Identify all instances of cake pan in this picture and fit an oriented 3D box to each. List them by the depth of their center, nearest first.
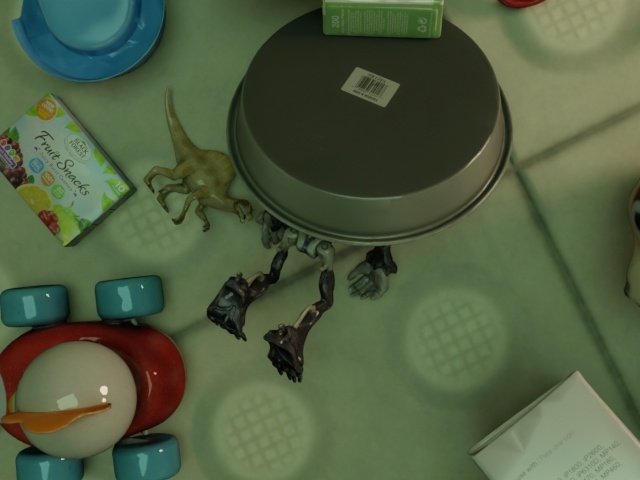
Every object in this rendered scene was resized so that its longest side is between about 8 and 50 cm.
[{"bbox_3d":[0.049,-0.132,0.870,0.293,0.054,0.293,-1,59,1],"label":"cake pan"}]

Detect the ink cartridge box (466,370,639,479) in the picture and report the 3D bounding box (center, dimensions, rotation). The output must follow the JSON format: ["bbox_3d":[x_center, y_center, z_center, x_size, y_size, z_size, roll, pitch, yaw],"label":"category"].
[{"bbox_3d":[0.290,0.283,0.806,0.131,0.226,0.306,-38,71,3],"label":"ink cartridge box"}]

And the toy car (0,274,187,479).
[{"bbox_3d":[-0.256,0.155,0.869,0.210,0.238,0.219,-5,90,3],"label":"toy car"}]

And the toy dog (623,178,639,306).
[{"bbox_3d":[0.478,0.043,0.797,0.407,0.284,0.396,28,108,9],"label":"toy dog"}]

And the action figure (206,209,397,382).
[{"bbox_3d":[0.000,0.000,0.909,0.164,0.141,0.276,31,66,10],"label":"action figure"}]

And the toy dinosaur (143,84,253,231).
[{"bbox_3d":[-0.144,-0.074,0.963,0.092,0.053,0.183,-35,76,-8],"label":"toy dinosaur"}]

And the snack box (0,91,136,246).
[{"bbox_3d":[-0.288,-0.078,0.968,0.100,0.037,0.141,-41,88,1],"label":"snack box"}]

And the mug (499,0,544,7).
[{"bbox_3d":[0.237,-0.340,0.918,0.169,0.150,0.113,-12,54,-1],"label":"mug"}]

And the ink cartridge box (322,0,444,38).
[{"bbox_3d":[0.011,-0.293,0.903,0.234,0.056,0.171,3,59,4],"label":"ink cartridge box"}]

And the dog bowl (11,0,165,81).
[{"bbox_3d":[-0.266,-0.311,0.948,0.165,0.074,0.297,-21,89,3],"label":"dog bowl"}]
